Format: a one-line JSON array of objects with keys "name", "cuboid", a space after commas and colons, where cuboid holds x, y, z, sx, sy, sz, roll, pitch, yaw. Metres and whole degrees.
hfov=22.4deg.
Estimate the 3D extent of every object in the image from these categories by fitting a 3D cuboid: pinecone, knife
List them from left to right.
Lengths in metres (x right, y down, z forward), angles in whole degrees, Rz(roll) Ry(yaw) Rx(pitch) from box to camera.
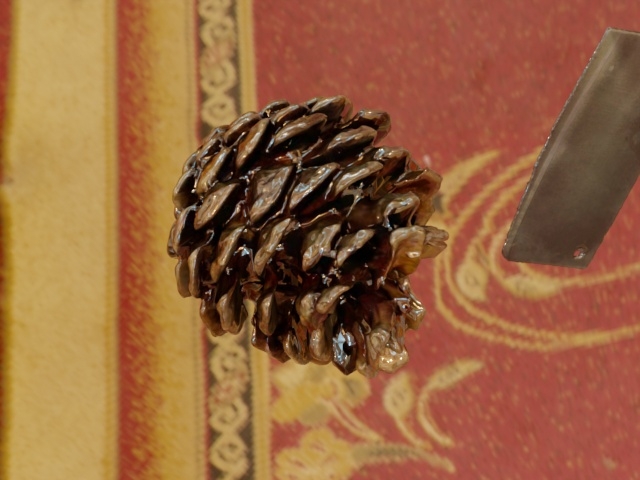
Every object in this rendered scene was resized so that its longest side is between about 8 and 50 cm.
[{"name": "pinecone", "cuboid": [0.000, -0.005, 1.082, 0.204, 0.179, 0.184, 19, 94, 42]}, {"name": "knife", "cuboid": [0.165, -0.082, 0.834, 0.245, 0.072, 0.019, -65, 35, 29]}]
